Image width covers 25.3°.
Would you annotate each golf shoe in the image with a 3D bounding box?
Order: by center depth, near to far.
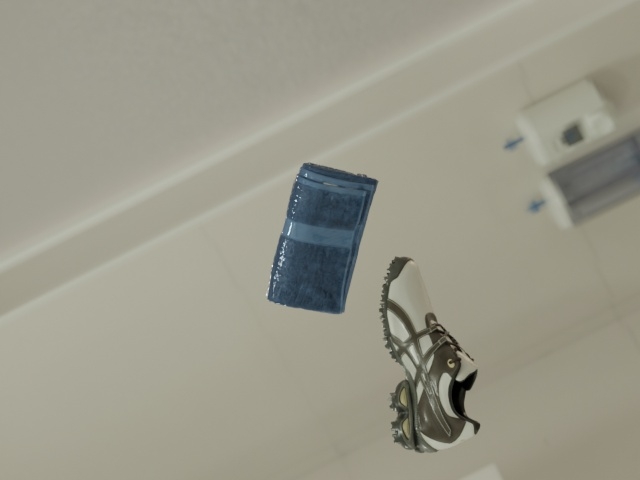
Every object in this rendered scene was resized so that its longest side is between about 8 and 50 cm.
[{"bbox_3d":[0.114,0.110,1.418,0.077,0.093,0.198,6,-105,-63],"label":"golf shoe"}]

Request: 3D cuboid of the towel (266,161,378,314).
[{"bbox_3d":[0.000,0.000,1.137,0.029,0.067,0.120,-127,50,-66],"label":"towel"}]
